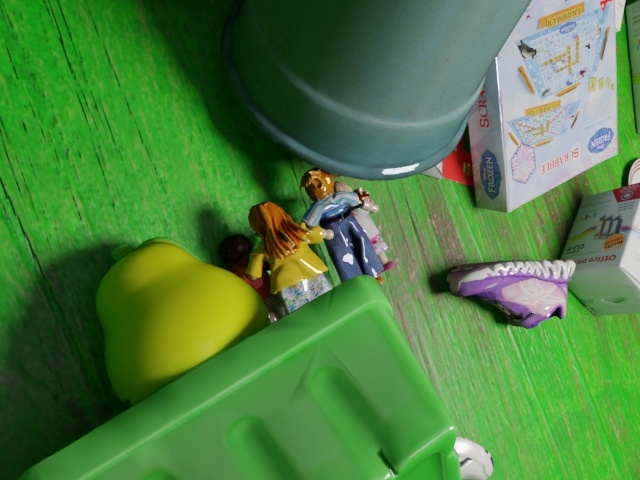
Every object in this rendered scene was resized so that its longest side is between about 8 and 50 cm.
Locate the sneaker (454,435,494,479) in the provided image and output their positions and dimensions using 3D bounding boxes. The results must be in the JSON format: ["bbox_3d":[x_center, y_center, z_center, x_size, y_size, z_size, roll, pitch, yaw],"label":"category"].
[{"bbox_3d":[0.102,0.304,0.799,0.235,0.094,0.153,25,70,-25],"label":"sneaker"}]

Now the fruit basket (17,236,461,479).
[{"bbox_3d":[-0.092,0.174,0.638,0.392,0.392,0.282,-43,138,-30],"label":"fruit basket"}]

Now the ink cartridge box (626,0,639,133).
[{"bbox_3d":[0.713,-0.349,1.236,0.117,0.201,0.278,6,78,-30],"label":"ink cartridge box"}]

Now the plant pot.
[{"bbox_3d":[0.089,-0.298,0.710,0.341,0.334,0.340,9,60,-15],"label":"plant pot"}]

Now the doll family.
[{"bbox_3d":[0.000,0.000,0.780,0.263,0.118,0.163,-30,97,-32],"label":"doll family"}]

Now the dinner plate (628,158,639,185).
[{"bbox_3d":[0.626,-0.088,1.242,0.141,0.017,0.141,6,78,-30],"label":"dinner plate"}]

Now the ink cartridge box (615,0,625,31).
[{"bbox_3d":[0.514,-0.488,1.220,0.115,0.067,0.198,29,66,-25],"label":"ink cartridge box"}]

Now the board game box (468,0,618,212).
[{"bbox_3d":[0.351,-0.244,1.015,0.319,0.066,0.317,-24,114,-33],"label":"board game box"}]

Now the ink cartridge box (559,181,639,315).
[{"bbox_3d":[0.498,0.018,1.076,0.127,0.128,0.176,39,63,-19],"label":"ink cartridge box"}]

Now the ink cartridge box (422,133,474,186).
[{"bbox_3d":[0.170,-0.187,0.962,0.225,0.056,0.180,11,75,-28],"label":"ink cartridge box"}]

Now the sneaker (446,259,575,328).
[{"bbox_3d":[0.289,0.080,0.963,0.237,0.095,0.104,1,88,-32],"label":"sneaker"}]
